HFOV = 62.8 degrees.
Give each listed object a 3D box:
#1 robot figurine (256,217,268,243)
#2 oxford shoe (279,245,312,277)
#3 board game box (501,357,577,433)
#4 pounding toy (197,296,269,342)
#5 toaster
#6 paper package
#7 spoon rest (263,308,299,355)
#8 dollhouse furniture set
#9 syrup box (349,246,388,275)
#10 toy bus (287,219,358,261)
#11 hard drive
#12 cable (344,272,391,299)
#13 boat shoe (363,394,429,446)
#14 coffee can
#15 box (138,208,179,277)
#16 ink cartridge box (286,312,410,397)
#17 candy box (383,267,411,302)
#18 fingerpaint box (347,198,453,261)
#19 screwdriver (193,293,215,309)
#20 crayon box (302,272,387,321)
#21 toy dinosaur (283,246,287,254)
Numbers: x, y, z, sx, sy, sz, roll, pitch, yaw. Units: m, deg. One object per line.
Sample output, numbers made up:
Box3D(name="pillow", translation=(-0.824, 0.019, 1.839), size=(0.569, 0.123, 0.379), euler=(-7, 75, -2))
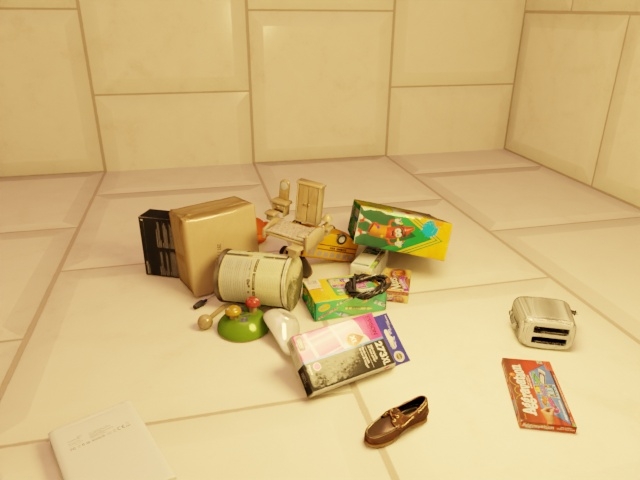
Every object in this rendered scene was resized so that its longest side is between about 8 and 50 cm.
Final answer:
Box3D(name="robot figurine", translation=(-0.334, -0.032, 2.418), size=(0.219, 0.128, 0.158), euler=(-21, 63, -39))
Box3D(name="oxford shoe", translation=(-0.088, 0.093, 2.223), size=(0.076, 0.076, 0.212), euler=(30, 9, -46))
Box3D(name="board game box", translation=(0.618, 0.435, 1.505), size=(0.144, 0.027, 0.281), euler=(2, 24, 7))
Box3D(name="pounding toy", translation=(-0.290, 0.249, 1.807), size=(0.236, 0.110, 0.183), euler=(11, 26, 21))
Box3D(name="toaster", translation=(0.751, 0.277, 1.747), size=(0.226, 0.129, 0.146), euler=(6, 28, 8))
Box3D(name="paper package", translation=(-0.408, 0.015, 2.064), size=(0.309, 0.325, 0.168), euler=(-17, 27, -31))
Box3D(name="spoon rest", translation=(-0.109, 0.303, 1.719), size=(0.137, 0.084, 0.276), euler=(22, 8, -26))
Box3D(name="dollhouse furniture set", translation=(-0.127, -0.108, 1.994), size=(0.303, 0.174, 0.355), euler=(17, 26, 22))
Box3D(name="syrup box", translation=(0.203, 0.101, 2.166), size=(0.093, 0.096, 0.237), euler=(12, 27, 20))
Box3D(name="toy bus", translation=(0.000, 0.004, 2.215), size=(0.332, 0.130, 0.108), euler=(8, 20, -35))
Box3D(name="hard drive", translation=(-0.508, 0.526, 1.265), size=(0.210, 0.040, 0.318), euler=(-17, 29, -33))
Box3D(name="cable", translation=(0.163, 0.159, 1.893), size=(0.150, 0.047, 0.184), euler=(17, 30, 31))
Box3D(name="boat shoe", translation=(0.199, 0.466, 1.374), size=(0.206, 0.073, 0.073), euler=(-17, 30, -32))
Box3D(name="coffee can", translation=(-0.225, 0.140, 1.922), size=(0.275, 0.202, 0.201), euler=(5, 24, 17))
Box3D(name="box", translation=(-0.625, 0.014, 2.145), size=(0.184, 0.261, 0.103), euler=(5, 24, 9))
Box3D(name="ink cartridge box", translation=(0.097, 0.331, 1.589), size=(0.370, 0.069, 0.176), euler=(-11, 62, -28))
Box3D(name="candy box", translation=(0.296, 0.175, 2.056), size=(0.109, 0.053, 0.187), euler=(6, 23, 11))
Box3D(name="fingerpaint box", translation=(0.319, -0.052, 2.238), size=(0.370, 0.163, 0.445), euler=(11, 8, -2))
Box3D(name="screwdriver", translation=(-0.423, 0.216, 1.985), size=(0.024, 0.025, 0.170), euler=(12, 27, 24))
Box3D(name="crayon box", translation=(0.087, 0.205, 1.946), size=(0.278, 0.081, 0.165), euler=(-7, 25, -16))
Box3D(name="toy dinosaur", translation=(-0.156, 0.113, 2.175), size=(0.092, 0.053, 0.183), euler=(-7, 48, -15))
